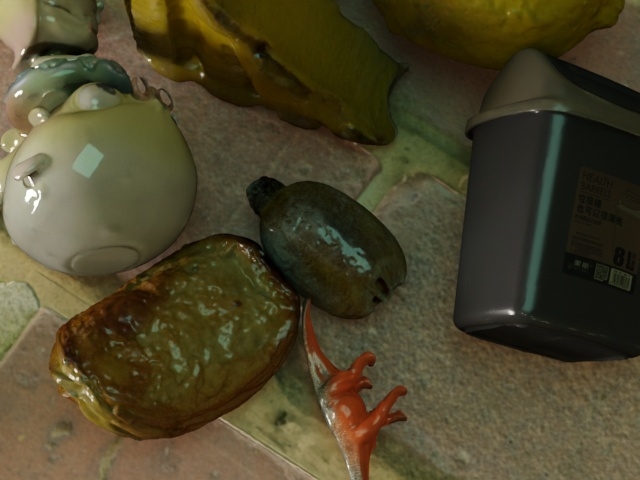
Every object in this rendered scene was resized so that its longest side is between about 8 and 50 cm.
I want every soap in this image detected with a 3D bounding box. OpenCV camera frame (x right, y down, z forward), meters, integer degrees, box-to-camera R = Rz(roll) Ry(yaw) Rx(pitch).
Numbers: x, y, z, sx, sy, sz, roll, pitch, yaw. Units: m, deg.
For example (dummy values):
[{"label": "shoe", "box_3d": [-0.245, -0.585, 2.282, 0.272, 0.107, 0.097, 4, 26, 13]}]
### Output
[{"label": "soap", "box_3d": [-0.047, -0.247, 1.669, 0.304, 0.338, 0.169, 20, 74, 7]}]

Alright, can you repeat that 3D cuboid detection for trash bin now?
[{"label": "trash bin", "box_3d": [0.250, -0.033, 1.670, 0.209, 0.182, 0.290, 18, 75, -29]}]

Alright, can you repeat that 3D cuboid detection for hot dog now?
[{"label": "hot dog", "box_3d": [-0.152, 0.105, 1.665, 0.259, 0.114, 0.175, -31, 72, -26]}]

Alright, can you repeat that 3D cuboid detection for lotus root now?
[{"label": "lotus root", "box_3d": [0.000, 0.000, 1.719, 0.192, 0.088, 0.113, 41, 82, 12]}]

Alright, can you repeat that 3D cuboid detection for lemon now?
[{"label": "lemon", "box_3d": [0.174, -0.316, 1.736, 0.322, 0.268, 0.268, 22, 72, 11]}]

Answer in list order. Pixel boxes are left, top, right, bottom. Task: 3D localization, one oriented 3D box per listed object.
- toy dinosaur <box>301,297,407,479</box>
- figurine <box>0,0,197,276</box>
[{"label": "toy dinosaur", "box_3d": [0.045, 0.187, 1.666, 0.101, 0.055, 0.279, -29, 83, -24]}, {"label": "figurine", "box_3d": [-0.286, -0.140, 1.731, 0.274, 0.226, 0.394, -26, 64, 20]}]
